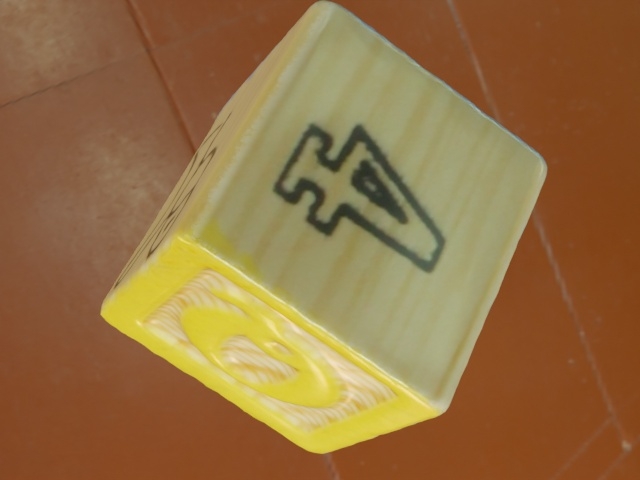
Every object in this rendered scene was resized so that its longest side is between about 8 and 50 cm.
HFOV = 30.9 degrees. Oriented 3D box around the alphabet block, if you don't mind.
[{"bbox_3d":[0.000,0.000,0.767,0.193,0.192,0.197,34,62,-10],"label":"alphabet block"}]
